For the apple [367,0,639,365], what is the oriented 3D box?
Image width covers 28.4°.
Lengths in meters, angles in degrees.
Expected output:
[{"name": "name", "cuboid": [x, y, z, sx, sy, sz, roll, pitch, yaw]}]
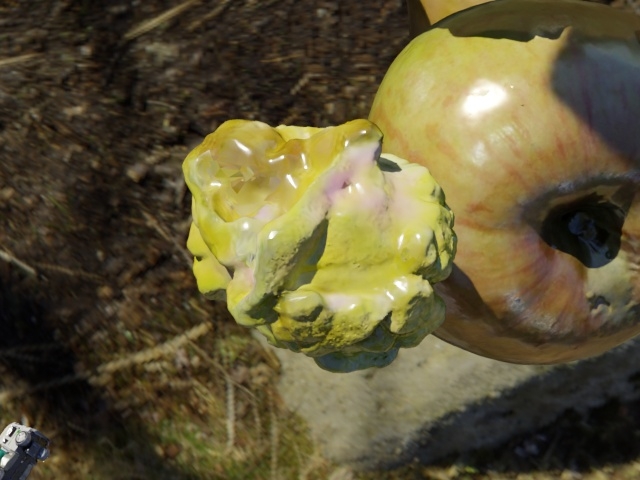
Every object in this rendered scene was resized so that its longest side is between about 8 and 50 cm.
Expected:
[{"name": "apple", "cuboid": [0.142, -0.039, 0.815, 0.261, 0.194, 0.260, -6, 121, -10]}]

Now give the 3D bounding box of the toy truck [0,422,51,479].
[{"name": "toy truck", "cuboid": [-0.282, 0.203, 1.128, 0.083, 0.044, 0.039, -57, 138, -18]}]

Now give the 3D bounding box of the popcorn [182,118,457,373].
[{"name": "popcorn", "cuboid": [0.000, 0.000, 0.648, 0.126, 0.145, 0.126, -41, 151, -7]}]

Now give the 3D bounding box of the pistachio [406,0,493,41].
[{"name": "pistachio", "cuboid": [0.145, -0.205, 1.120, 0.131, 0.165, 0.210, -9, 72, -35]}]
